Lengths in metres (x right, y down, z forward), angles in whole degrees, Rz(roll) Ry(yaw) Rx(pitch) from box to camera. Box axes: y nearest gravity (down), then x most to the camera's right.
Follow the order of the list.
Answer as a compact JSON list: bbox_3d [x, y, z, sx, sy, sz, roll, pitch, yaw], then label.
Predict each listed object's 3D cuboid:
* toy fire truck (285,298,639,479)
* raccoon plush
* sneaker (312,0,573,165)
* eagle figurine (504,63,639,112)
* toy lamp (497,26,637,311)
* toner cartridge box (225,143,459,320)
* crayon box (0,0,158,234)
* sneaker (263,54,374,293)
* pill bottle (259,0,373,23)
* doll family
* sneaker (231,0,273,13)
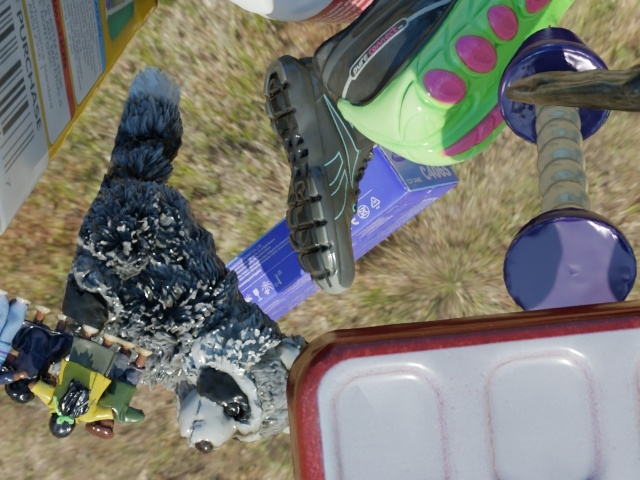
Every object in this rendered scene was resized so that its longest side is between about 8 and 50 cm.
[{"bbox_3d":[0.149,0.139,0.482,0.302,0.169,0.254,-6,92,-4],"label":"toy fire truck"},{"bbox_3d":[-0.117,0.018,1.516,0.299,0.216,0.446,13,76,-4],"label":"raccoon plush"},{"bbox_3d":[0.165,-0.284,1.234,0.202,0.185,0.483,25,62,33],"label":"sneaker"},{"bbox_3d":[0.202,-0.196,0.574,0.226,0.225,0.298,8,96,11],"label":"eagle figurine"},{"bbox_3d":[0.146,-0.054,0.820,0.080,0.275,0.080,4,124,7],"label":"toy lamp"},{"bbox_3d":[0.000,0.000,1.712,0.348,0.165,0.075,-38,80,26],"label":"toner cartridge box"},{"bbox_3d":[-0.141,-0.150,0.532,0.083,0.323,0.203,-4,112,5],"label":"crayon box"},{"bbox_3d":[0.015,-0.077,1.469,0.106,0.101,0.267,-9,89,-27],"label":"sneaker"},{"bbox_3d":[0.020,-0.379,1.634,0.229,0.407,0.229,7,99,44],"label":"pill bottle"},{"bbox_3d":[-0.248,0.121,1.209,0.193,0.076,0.111,23,84,-1],"label":"doll family"},{"bbox_3d":[-0.008,-0.348,1.297,0.297,0.111,0.129,-44,117,5],"label":"sneaker"}]
